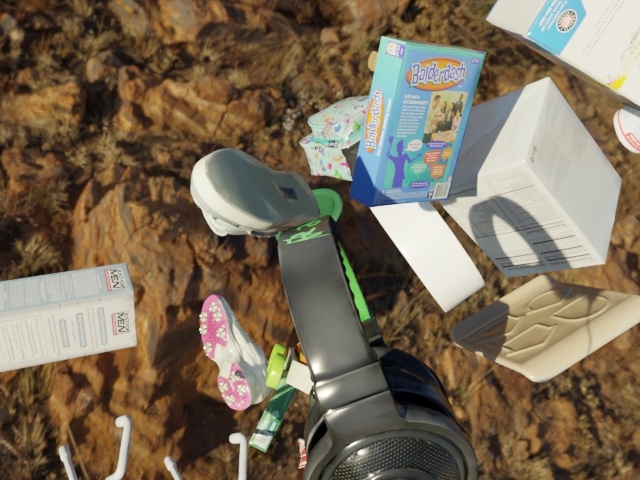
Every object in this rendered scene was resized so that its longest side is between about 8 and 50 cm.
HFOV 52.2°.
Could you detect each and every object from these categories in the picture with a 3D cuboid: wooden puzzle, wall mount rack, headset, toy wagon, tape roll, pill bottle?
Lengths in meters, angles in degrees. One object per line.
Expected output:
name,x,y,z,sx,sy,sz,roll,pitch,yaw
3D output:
wooden puzzle,0.515,0.205,1.499,0.322,0.348,0.081,-28,105,-13
wall mount rack,-0.285,0.383,1.082,0.350,0.304,0.131,20,53,-32
headset,0.030,0.179,0.563,0.243,0.185,0.394,-11,80,-86
toy wagon,0.040,0.243,1.148,0.267,0.344,0.068,19,88,-4
tape roll,0.209,0.002,1.321,0.286,0.100,0.286,54,7,-9
pill bottle,0.581,-0.216,1.086,0.087,0.160,0.087,12,65,-26

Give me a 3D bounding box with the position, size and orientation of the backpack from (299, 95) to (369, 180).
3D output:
backpack,0.072,-0.257,1.666,0.225,0.253,0.191,-34,110,-27

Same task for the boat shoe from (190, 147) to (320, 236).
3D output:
boat shoe,-0.075,-0.033,0.666,0.079,0.081,0.227,65,19,11

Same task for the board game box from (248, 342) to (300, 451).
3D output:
board game box,-0.064,0.322,1.536,0.046,0.213,0.317,27,86,5

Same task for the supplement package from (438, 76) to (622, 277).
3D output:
supplement package,0.362,-0.098,1.146,0.262,0.198,0.199,43,56,-26

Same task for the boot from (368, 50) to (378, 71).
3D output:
boot,0.265,-0.435,1.783,0.211,0.104,0.295,7,34,-20

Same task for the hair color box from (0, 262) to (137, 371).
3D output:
hair color box,-0.629,0.182,1.523,0.374,0.185,0.114,-8,42,-21

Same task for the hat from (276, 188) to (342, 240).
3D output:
hat,0.000,0.000,1.582,0.184,0.208,0.173,53,38,-38

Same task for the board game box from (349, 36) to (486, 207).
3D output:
board game box,0.129,-0.154,0.867,0.160,0.210,0.047,-7,28,-39

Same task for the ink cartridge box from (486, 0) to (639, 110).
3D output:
ink cartridge box,0.378,-0.297,0.853,0.232,0.171,0.168,25,20,-15

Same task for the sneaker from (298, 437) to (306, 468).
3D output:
sneaker,-0.033,0.510,1.551,0.042,0.118,0.067,19,76,-13

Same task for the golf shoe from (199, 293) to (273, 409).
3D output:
golf shoe,-0.217,0.283,1.690,0.140,0.115,0.306,1,63,-49
